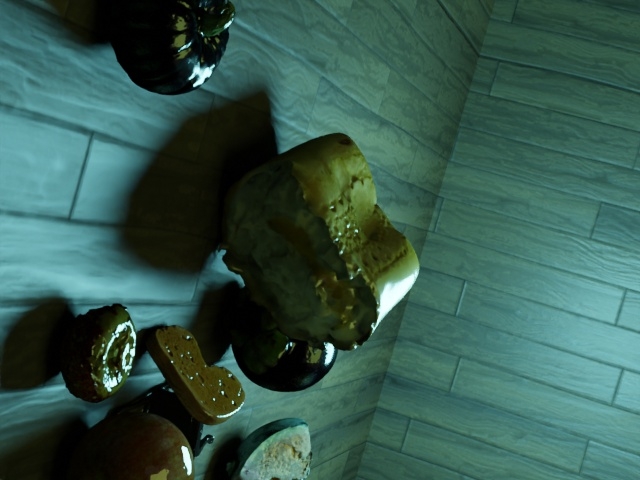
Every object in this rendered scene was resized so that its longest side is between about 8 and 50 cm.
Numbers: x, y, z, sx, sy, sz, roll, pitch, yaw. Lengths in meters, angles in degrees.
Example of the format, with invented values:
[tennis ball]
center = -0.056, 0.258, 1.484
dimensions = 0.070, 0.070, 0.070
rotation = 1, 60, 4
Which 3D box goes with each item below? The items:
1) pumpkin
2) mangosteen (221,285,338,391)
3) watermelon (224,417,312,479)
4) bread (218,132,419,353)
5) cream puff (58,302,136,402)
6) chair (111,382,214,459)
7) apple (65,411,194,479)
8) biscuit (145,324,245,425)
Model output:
[pumpkin]
center = -0.199, -0.287, 1.526
dimensions = 0.194, 0.150, 0.194
rotation = -38, 150, -26
[mangosteen]
center = -0.079, 0.186, 2.239
dimensions = 0.243, 0.242, 0.243
rotation = 17, 90, -73
[watermelon]
center = -0.147, 0.514, 2.502
dimensions = 0.188, 0.175, 0.322
rotation = 22, -91, 62
[bread]
center = 0.000, 0.000, 2.149
dimensions = 0.361, 0.250, 0.394
rotation = 60, 26, -5
[cream puff]
center = -0.323, 0.158, 1.644
dimensions = 0.149, 0.084, 0.149
rotation = 14, 90, -76
[chair]
center = -0.265, 0.319, 1.952
dimensions = 0.229, 0.113, 0.106
rotation = -31, 133, -71
[apple]
center = -0.293, 0.358, 1.757
dimensions = 0.174, 0.188, 0.188
rotation = -20, 125, -64
[biscuit]
center = -0.211, 0.225, 1.954
dimensions = 0.036, 0.192, 0.186
rotation = -36, 176, 19
